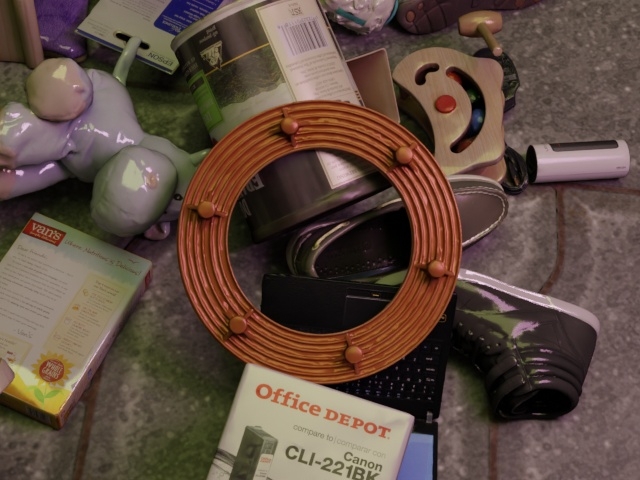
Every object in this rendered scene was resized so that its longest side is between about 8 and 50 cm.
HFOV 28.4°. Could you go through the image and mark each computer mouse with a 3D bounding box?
[{"bbox_3d":[0.256,-0.170,1.799,0.071,0.041,0.242,-9,65,7],"label":"computer mouse"}]

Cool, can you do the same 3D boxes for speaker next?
[{"bbox_3d":[0.356,-0.110,1.755,0.136,0.055,0.055,-4,58,-7],"label":"speaker"}]

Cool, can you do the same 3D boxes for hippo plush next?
[{"bbox_3d":[-0.283,-0.091,1.628,0.236,0.234,0.294,45,20,2],"label":"hippo plush"}]

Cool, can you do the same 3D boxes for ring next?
[{"bbox_3d":[0.000,0.000,1.474,0.336,0.032,0.337,0,84,-3],"label":"ring"}]

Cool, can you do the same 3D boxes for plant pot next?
[{"bbox_3d":[0.031,-0.196,1.732,0.096,0.109,0.109,-1,17,39],"label":"plant pot"}]

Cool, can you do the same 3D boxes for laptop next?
[{"bbox_3d":[0.034,0.192,1.479,0.234,0.265,0.136,6,18,-2],"label":"laptop"}]

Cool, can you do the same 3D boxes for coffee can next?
[{"bbox_3d":[-0.045,-0.160,1.601,0.201,0.201,0.275,-23,89,-19],"label":"coffee can"}]

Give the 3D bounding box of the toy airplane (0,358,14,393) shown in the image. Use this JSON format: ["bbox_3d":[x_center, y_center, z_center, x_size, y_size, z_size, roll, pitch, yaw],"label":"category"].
[{"bbox_3d":[-0.520,0.286,1.288,0.386,0.272,0.384,-10,38,27],"label":"toy airplane"}]

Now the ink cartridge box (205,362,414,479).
[{"bbox_3d":[-0.028,0.293,1.379,0.196,0.114,0.273,17,75,5],"label":"ink cartridge box"}]

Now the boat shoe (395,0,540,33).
[{"bbox_3d":[0.246,-0.416,1.906,0.324,0.123,0.116,-17,58,-17],"label":"boat shoe"}]

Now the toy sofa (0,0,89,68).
[{"bbox_3d":[-0.412,-0.434,1.833,0.177,0.150,0.363,4,57,-2],"label":"toy sofa"}]

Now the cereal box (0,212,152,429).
[{"bbox_3d":[-0.337,0.094,1.561,0.173,0.047,0.240,23,58,9],"label":"cereal box"}]

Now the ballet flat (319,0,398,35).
[{"bbox_3d":[0.005,-0.486,1.898,0.146,0.147,0.409,-11,59,-12],"label":"ballet flat"}]

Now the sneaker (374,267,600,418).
[{"bbox_3d":[0.198,0.130,1.554,0.295,0.105,0.147,14,52,-2],"label":"sneaker"}]

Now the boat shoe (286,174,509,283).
[{"bbox_3d":[0.111,-0.005,1.619,0.304,0.091,0.109,-17,104,-11],"label":"boat shoe"}]

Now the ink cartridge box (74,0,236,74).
[{"bbox_3d":[-0.205,-0.364,1.860,0.165,0.065,0.333,26,57,11],"label":"ink cartridge box"}]

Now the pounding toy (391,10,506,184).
[{"bbox_3d":[0.173,-0.200,1.721,0.154,0.155,0.270,-2,63,9],"label":"pounding toy"}]
